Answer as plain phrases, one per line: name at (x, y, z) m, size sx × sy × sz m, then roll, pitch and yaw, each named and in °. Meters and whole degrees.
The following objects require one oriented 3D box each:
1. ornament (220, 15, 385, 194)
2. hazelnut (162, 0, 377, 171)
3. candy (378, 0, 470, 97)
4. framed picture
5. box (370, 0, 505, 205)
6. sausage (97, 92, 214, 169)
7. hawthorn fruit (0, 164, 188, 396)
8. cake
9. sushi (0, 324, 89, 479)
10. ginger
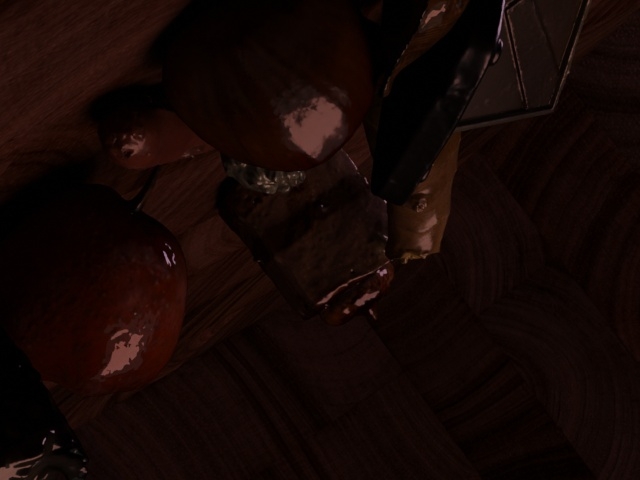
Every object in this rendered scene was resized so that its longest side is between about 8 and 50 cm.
ornament at (-0.026, -0.160, 1.956) m, size 0.130 × 0.120 × 0.285 m, roll 15°, pitch 140°, yaw -23°
hazelnut at (-0.046, -0.156, 1.605) m, size 0.210 × 0.186 × 0.210 m, roll -24°, pitch -173°, yaw 3°
candy at (0.115, -0.270, 1.626) m, size 0.143 × 0.101 × 0.271 m, roll 109°, pitch 4°, yaw -54°
framed picture at (0.249, -0.274, 2.062) m, size 0.232 × 0.024 × 0.315 m, roll -13°, pitch 134°, yaw -31°
box at (0.137, -0.218, 1.839) m, size 0.290 × 0.073 × 0.289 m, roll 119°, pitch -14°, yaw -48°
sausage at (-0.144, -0.127, 1.753) m, size 0.087 × 0.079 × 0.326 m, roll -26°, pitch 179°, yaw 30°
hawthorn fruit at (-0.258, 0.050, 1.790) m, size 0.231 × 0.235 × 0.263 m, roll -4°, pitch 132°, yaw -14°
cake at (0.000, 0.000, 2.470) m, size 0.196 × 0.293 × 0.199 m, roll -35°, pitch 178°, yaw -14°
sushi at (-0.417, 0.192, 1.565) m, size 0.299 × 0.294 × 0.281 m, roll -31°, pitch 160°, yaw -26°
ginger at (0.112, -0.142, 2.277) m, size 0.166 × 0.236 × 0.375 m, roll -9°, pitch 149°, yaw -14°
